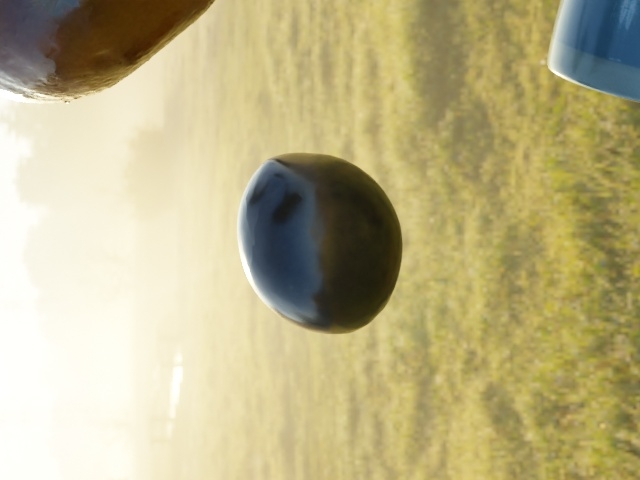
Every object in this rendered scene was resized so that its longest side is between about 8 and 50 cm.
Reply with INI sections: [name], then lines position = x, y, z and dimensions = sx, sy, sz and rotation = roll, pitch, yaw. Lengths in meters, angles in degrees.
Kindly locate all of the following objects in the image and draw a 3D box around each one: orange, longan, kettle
[orange]
position = -0.234, -0.263, 1.042
dimensions = 0.310, 0.274, 0.274
rotation = -14, 72, 37
[longan]
position = 0.000, 0.000, 1.248
dimensions = 0.198, 0.198, 0.212
rotation = 124, 130, -71
[kettle]
position = 0.375, -0.333, 1.179
dimensions = 0.319, 0.247, 0.342
rotation = -129, 44, -64
